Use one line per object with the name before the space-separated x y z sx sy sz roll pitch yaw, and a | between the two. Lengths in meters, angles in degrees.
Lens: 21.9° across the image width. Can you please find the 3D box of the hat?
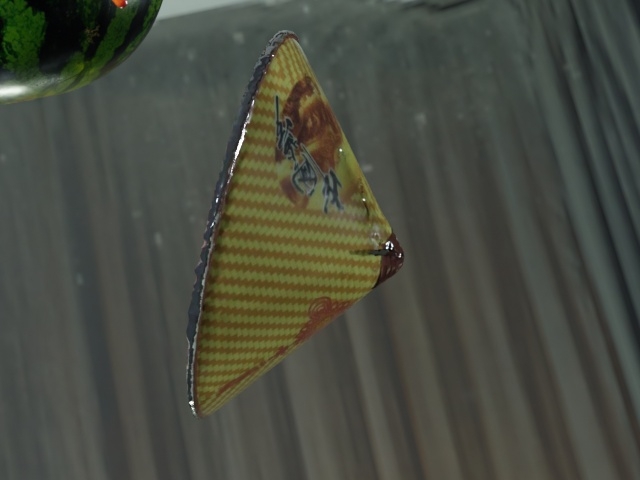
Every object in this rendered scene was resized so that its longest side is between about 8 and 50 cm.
hat | 0.000 0.000 0.796 0.082 0.193 0.193 12 157 6

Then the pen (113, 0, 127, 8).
pen | -0.179 -0.227 0.971 0.026 0.218 0.026 -34 -168 9

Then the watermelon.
watermelon | -0.259 -0.232 1.337 0.269 0.269 0.269 -11 156 -5
